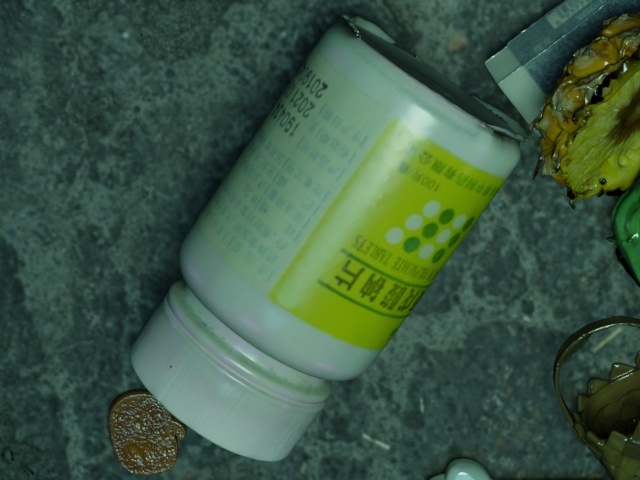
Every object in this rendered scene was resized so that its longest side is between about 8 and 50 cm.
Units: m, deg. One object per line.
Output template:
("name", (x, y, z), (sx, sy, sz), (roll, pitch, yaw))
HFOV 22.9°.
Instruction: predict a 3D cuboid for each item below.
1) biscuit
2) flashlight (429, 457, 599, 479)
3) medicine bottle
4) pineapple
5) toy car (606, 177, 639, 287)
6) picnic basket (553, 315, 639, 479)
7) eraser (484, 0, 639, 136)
("biscuit", (-0.175, 0.195, 1.609), (0.078, 0.015, 0.091), (-6, 104, 2))
("flashlight", (0.206, 0.267, 1.599), (0.200, 0.047, 0.093), (2, 105, -1))
("medicine bottle", (0.000, 0.000, 1.454), (0.213, 0.213, 0.378), (34, 103, -6))
("pineapple", (0.265, -0.128, 1.410), (0.076, 0.225, 0.225), (45, 105, 31))
("toy car", (0.440, 0.065, 1.473), (0.213, 0.176, 0.358), (-37, 99, 9))
("picnic basket", (0.298, 0.151, 1.517), (0.128, 0.138, 0.178), (-32, 107, 10))
("eraser", (0.262, -0.193, 1.462), (0.212, 0.046, 0.092), (-36, 130, 10))
